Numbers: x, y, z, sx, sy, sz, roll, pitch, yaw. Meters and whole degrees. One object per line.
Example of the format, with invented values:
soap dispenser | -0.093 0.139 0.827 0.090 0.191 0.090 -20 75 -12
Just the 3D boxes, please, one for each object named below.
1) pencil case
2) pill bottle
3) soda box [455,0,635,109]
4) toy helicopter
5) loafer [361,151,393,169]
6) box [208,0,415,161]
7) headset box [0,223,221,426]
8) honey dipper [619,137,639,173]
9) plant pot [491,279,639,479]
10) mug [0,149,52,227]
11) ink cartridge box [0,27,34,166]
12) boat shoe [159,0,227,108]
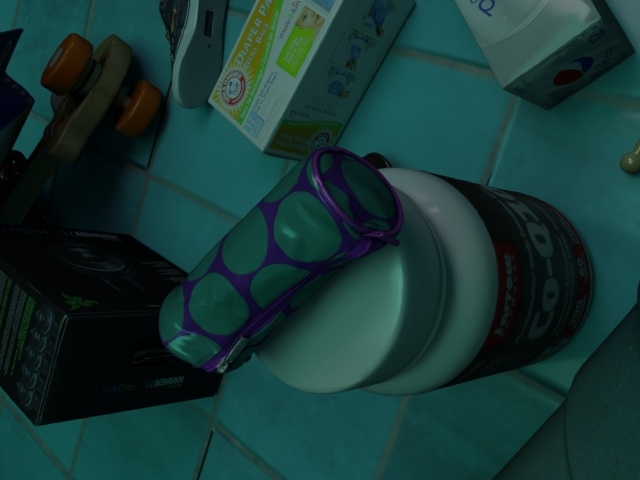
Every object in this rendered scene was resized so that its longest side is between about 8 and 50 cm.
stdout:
pencil case | -0.025 0.016 0.380 0.152 0.064 0.070 -43 48 30
pill bottle | 0.084 0.030 0.516 0.161 0.283 0.161 -2 87 39
soda box | 0.154 -0.262 0.594 0.091 0.098 0.286 -34 68 33
toy helicopter | -0.393 -0.153 1.000 0.355 0.140 0.235 -51 35 11
loafer | 0.000 0.000 0.717 0.080 0.078 0.220 50 118 29
box | -0.014 -0.198 0.723 0.114 0.103 0.203 43 114 32
headset box | -0.276 0.093 0.829 0.283 0.246 0.131 28 104 38
honey dipper | 0.281 -0.126 0.530 0.030 0.030 0.160 39 115 33
plant pot | 0.213 0.240 0.393 0.341 0.341 0.334 52 126 28
mug | -0.515 -0.053 1.111 0.169 0.113 0.150 48 148 26
ink cartridge box | -0.462 -0.111 0.899 0.330 0.071 0.324 -59 21 11
boat shoe | -0.174 -0.262 0.887 0.083 0.065 0.183 10 88 42
